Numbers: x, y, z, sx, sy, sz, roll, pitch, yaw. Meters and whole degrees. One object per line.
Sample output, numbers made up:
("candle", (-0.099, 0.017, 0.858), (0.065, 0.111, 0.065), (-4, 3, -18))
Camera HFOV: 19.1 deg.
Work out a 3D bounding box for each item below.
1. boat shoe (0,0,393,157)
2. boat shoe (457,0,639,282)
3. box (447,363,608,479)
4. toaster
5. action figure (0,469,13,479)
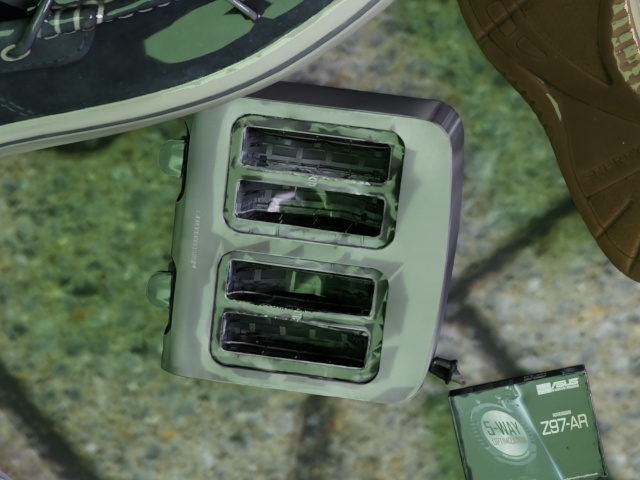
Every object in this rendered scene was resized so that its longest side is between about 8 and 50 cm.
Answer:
("boat shoe", (-0.145, -0.157, 1.008), (0.500, 0.186, 0.156), (-18, 140, 7))
("boat shoe", (0.155, -0.114, 1.061), (0.105, 0.089, 0.285), (-20, 94, 35))
("box", (0.123, 0.114, 1.124), (0.083, 0.018, 0.067), (-11, 98, 8))
("toaster", (0.000, 0.000, 1.074), (0.186, 0.110, 0.168), (8, 100, 5))
("action figure", (-0.242, 0.221, 1.116), (0.185, 0.099, 0.285), (-34, 61, 39))
